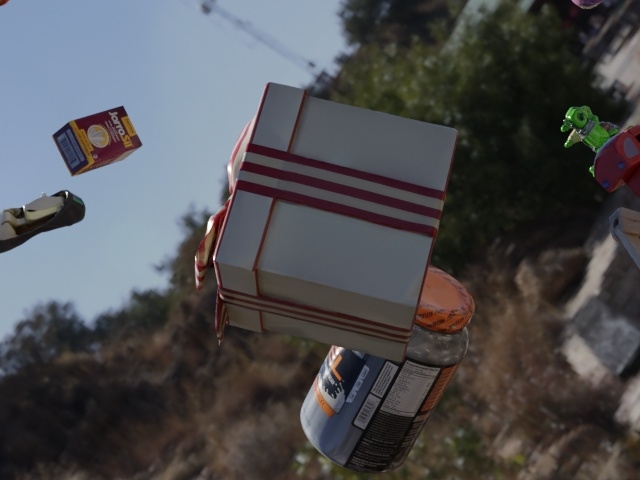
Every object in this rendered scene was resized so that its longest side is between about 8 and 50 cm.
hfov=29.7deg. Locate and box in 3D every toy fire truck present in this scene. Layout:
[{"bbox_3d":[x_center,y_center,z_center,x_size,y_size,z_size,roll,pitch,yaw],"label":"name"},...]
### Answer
[{"bbox_3d":[0.308,-0.012,1.096,0.135,0.192,0.047,-27,-22,-38],"label":"toy fire truck"}]

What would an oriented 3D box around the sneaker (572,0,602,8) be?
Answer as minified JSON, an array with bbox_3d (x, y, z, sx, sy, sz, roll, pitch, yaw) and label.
[{"bbox_3d":[0.416,-0.407,1.604,0.236,0.095,0.104,-48,23,-14],"label":"sneaker"}]

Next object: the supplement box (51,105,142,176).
[{"bbox_3d":[-0.253,-0.113,1.369,0.043,0.055,0.083,-28,0,43],"label":"supplement box"}]

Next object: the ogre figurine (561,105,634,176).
[{"bbox_3d":[0.452,-0.156,1.922,0.097,0.118,0.197,-44,-20,-9],"label":"ogre figurine"}]

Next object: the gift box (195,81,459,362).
[{"bbox_3d":[0.000,0.000,1.400,0.276,0.258,0.255,97,-172,-64],"label":"gift box"}]

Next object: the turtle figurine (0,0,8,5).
[{"bbox_3d":[-0.489,-0.301,1.583,0.217,0.087,0.269,-33,3,-17],"label":"turtle figurine"}]

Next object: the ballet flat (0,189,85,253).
[{"bbox_3d":[-0.497,-0.036,2.029,0.203,0.074,0.074,-19,0,4],"label":"ballet flat"}]

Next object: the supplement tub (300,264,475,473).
[{"bbox_3d":[0.109,0.198,1.913,0.316,0.193,0.193,-64,-6,25],"label":"supplement tub"}]
